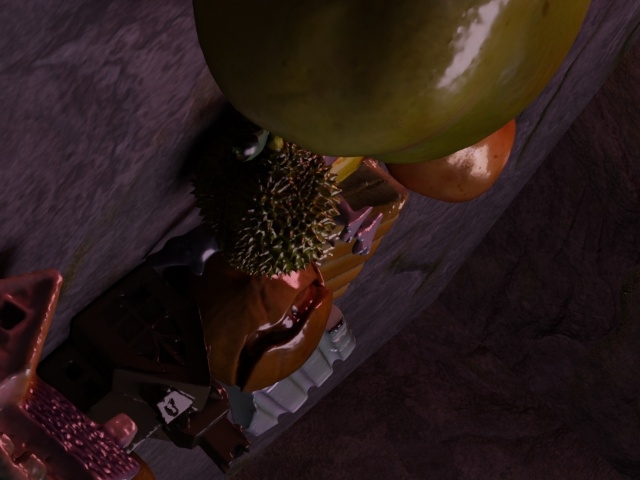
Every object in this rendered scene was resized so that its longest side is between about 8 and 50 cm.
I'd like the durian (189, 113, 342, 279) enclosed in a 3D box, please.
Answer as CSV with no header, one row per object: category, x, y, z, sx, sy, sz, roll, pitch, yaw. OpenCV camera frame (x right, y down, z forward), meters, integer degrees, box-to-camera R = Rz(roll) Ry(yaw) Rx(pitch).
durian,-0.059,-0.057,1.458,0.146,0.198,0.159,-22,-162,-34

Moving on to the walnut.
walnut,-0.103,0.103,1.792,0.209,0.209,0.336,-41,179,-25

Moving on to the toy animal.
toy animal,-0.016,-0.049,1.602,0.367,0.206,0.081,-41,139,-25

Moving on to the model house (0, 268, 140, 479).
model house,-0.292,0.163,1.207,0.237,0.237,0.202,-42,162,-44

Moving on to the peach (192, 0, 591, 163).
peach,0.065,-0.211,0.997,0.281,0.314,0.316,12,106,-45

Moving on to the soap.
soap,-0.083,0.195,2.290,0.261,0.156,0.446,-45,170,-4

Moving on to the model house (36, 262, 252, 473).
model house,-0.200,0.197,1.617,0.204,0.243,0.211,-41,168,-26

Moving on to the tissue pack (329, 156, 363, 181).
tissue pack,-0.012,-0.096,1.761,0.176,0.062,0.095,-40,168,-34

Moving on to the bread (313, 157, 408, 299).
bread,0.000,0.000,2.022,0.246,0.111,0.239,-24,153,-57

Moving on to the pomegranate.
pomegranate,0.182,-0.153,1.917,0.209,0.209,0.209,-44,169,-11

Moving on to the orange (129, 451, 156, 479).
orange,-0.328,0.375,1.900,0.206,0.206,0.206,-44,169,-11
